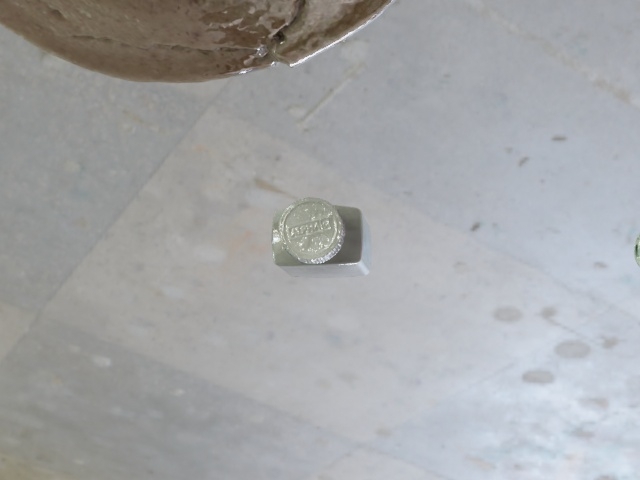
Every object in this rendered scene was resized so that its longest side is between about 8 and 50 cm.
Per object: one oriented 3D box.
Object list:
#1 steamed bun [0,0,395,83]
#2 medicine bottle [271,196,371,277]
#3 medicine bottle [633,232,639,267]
[{"bbox_3d":[-0.051,-0.221,0.622,0.301,0.251,0.199,-13,130,14],"label":"steamed bun"},{"bbox_3d":[0.000,0.000,1.435,0.132,0.088,0.188,-1,170,8],"label":"medicine bottle"},{"bbox_3d":[0.478,0.018,1.379,0.074,0.074,0.218,-9,174,23],"label":"medicine bottle"}]
